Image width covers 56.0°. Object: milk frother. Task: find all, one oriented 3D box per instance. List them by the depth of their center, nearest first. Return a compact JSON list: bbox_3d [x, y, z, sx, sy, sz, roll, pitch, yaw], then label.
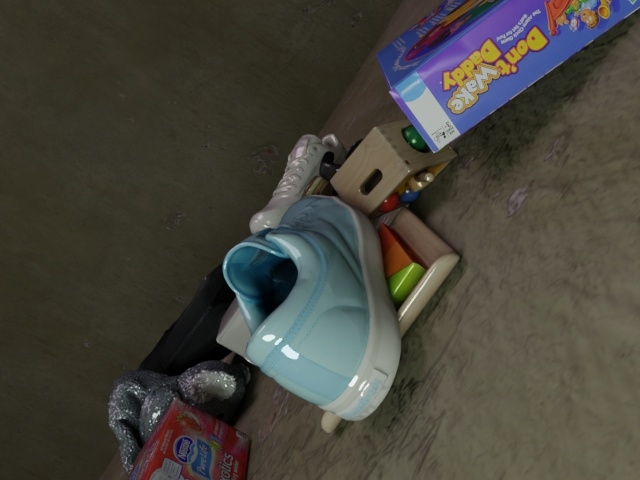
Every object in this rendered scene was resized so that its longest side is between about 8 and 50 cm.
[{"bbox_3d":[0.065,-0.083,0.999,0.134,0.129,0.143,-82,-17,-68],"label":"milk frother"}]

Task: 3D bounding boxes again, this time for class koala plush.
[{"bbox_3d":[-0.229,0.281,1.046,0.221,0.203,0.196,-29,-11,4],"label":"koala plush"}]

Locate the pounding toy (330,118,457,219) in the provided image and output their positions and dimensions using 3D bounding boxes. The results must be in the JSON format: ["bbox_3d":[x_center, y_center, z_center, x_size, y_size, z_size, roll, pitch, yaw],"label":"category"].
[{"bbox_3d":[0.102,-0.086,0.752,0.130,0.100,0.141,-23,-18,-44],"label":"pounding toy"}]

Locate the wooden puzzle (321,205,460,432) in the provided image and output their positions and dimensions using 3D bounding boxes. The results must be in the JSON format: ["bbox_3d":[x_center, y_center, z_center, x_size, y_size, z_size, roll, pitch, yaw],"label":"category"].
[{"bbox_3d":[0.052,0.071,0.683,0.221,0.044,0.238,-56,10,10],"label":"wooden puzzle"}]

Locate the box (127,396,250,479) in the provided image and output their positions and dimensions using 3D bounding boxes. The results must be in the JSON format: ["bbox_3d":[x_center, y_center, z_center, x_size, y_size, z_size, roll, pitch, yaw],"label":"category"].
[{"bbox_3d":[-0.180,0.331,0.757,0.122,0.128,0.257,-55,11,11],"label":"box"}]

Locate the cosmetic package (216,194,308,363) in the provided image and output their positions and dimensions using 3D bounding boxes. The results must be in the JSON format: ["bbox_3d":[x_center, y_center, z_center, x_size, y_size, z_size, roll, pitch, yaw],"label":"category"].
[{"bbox_3d":[-0.038,0.070,0.889,0.238,0.127,0.107,-54,12,10],"label":"cosmetic package"}]

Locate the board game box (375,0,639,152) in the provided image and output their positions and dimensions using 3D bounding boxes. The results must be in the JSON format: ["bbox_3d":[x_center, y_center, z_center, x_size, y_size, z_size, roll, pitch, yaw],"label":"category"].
[{"bbox_3d":[0.186,-0.241,0.701,0.233,0.078,0.347,-35,17,16],"label":"board game box"}]

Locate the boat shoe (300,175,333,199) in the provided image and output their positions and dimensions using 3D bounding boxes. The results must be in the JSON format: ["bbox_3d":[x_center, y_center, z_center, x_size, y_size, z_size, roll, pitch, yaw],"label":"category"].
[{"bbox_3d":[0.009,-0.027,0.981,0.068,0.072,0.190,-51,-21,-27],"label":"boat shoe"}]

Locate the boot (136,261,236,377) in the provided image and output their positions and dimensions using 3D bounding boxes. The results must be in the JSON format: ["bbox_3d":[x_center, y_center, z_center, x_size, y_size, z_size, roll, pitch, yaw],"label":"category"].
[{"bbox_3d":[-0.182,0.122,1.240,0.445,0.146,0.367,-51,2,44],"label":"boot"}]

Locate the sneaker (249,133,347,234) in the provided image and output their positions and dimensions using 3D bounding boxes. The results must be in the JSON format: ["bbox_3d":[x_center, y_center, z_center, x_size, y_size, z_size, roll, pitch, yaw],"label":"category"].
[{"bbox_3d":[-0.040,-0.103,1.108,0.114,0.152,0.305,-14,16,40],"label":"sneaker"}]

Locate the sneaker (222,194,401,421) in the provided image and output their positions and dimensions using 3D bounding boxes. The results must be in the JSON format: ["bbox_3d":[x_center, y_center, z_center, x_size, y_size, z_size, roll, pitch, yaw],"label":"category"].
[{"bbox_3d":[-0.024,0.019,0.635,0.135,0.150,0.366,-52,22,14],"label":"sneaker"}]
